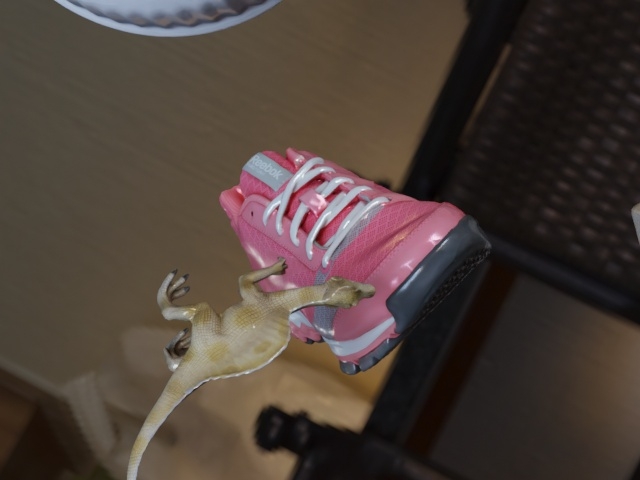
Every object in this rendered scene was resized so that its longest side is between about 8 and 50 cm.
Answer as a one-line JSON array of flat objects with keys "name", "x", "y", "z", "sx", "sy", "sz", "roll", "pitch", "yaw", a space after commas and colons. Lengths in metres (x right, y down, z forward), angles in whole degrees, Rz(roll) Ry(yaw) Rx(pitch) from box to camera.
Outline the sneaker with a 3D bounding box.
[{"name": "sneaker", "x": -0.001, "y": 0.000, "z": 1.057, "sx": 0.116, "sy": 0.136, "sz": 0.314, "roll": -44, "pitch": 11, "yaw": -14}]

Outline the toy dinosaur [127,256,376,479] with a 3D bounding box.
[{"name": "toy dinosaur", "x": -0.059, "y": 0.058, "z": 0.884, "sx": 0.183, "sy": 0.093, "sz": 0.053, "roll": -38, "pitch": -55, "yaw": -15}]

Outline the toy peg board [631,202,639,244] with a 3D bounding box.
[{"name": "toy peg board", "x": 0.185, "y": 0.011, "z": 0.376, "sx": 0.161, "sy": 0.079, "sz": 0.160, "roll": -20, "pitch": 12, "yaw": -9}]

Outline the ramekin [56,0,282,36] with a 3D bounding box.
[{"name": "ramekin", "x": -0.080, "y": -0.202, "z": 0.779, "sx": 0.207, "sy": 0.207, "sz": 0.109, "roll": -64, "pitch": 3, "yaw": 9}]
